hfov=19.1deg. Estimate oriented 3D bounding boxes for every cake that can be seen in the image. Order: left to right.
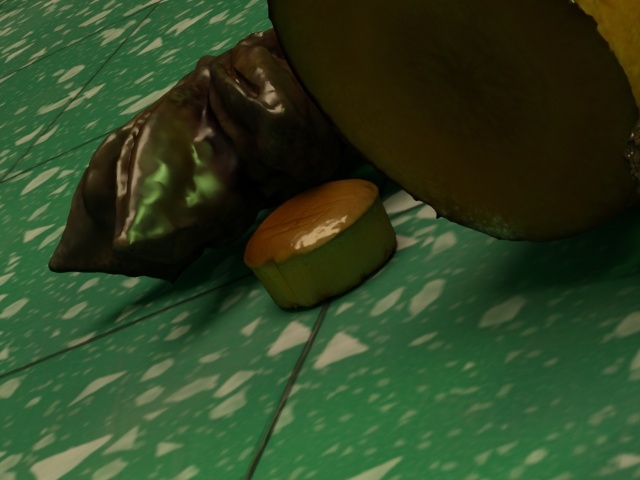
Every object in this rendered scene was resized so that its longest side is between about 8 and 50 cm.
[{"bbox_3d":[0.000,0.000,1.043,0.084,0.044,0.084,-27,20,10],"label":"cake"}]

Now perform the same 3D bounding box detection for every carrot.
[{"bbox_3d":[0.136,-0.118,0.905,0.193,0.214,0.331,4,29,38],"label":"carrot"}]

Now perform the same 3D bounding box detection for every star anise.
[{"bbox_3d":[-0.039,-0.069,1.173,0.315,0.108,0.315,-37,8,6],"label":"star anise"}]

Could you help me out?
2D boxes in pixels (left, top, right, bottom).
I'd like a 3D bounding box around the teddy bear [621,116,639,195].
[{"bbox_3d":[0.160,-0.038,0.752,0.078,0.119,0.160,11,31,37],"label":"teddy bear"}]
